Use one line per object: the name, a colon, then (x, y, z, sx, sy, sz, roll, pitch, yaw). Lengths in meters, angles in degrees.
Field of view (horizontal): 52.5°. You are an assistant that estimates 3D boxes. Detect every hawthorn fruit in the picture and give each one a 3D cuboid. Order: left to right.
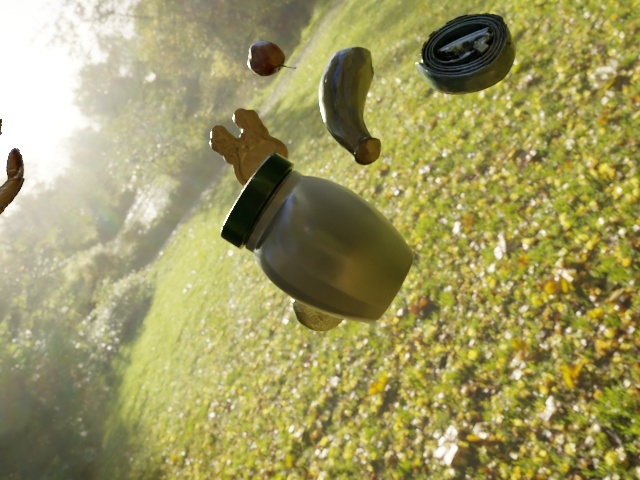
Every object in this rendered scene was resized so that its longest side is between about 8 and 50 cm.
hawthorn fruit: (-0.087, -0.324, 1.183, 0.067, 0.103, 0.067, -37, -33, -29)

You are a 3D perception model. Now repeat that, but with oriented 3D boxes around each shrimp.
shrimp: (-0.533, -0.109, 1.041, 0.133, 0.053, 0.236, -9, 52, 14)

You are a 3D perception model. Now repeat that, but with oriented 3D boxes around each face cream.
face cream: (0.000, 0.000, 1.319, 0.219, 0.357, 0.312, -56, 1, 31)

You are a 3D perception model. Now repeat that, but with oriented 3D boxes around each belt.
belt: (0.388, -0.495, 1.749, 0.267, 0.116, 0.206, -8, 62, 28)

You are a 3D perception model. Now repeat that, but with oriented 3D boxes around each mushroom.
mushroom: (0.056, -0.265, 1.285, 0.103, 0.118, 0.270, 61, -155, -63)

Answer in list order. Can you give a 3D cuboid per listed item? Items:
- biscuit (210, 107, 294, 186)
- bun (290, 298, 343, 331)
biscuit: (-0.151, -0.196, 1.520, 0.144, 0.236, 0.040, -40, -4, -11)
bun: (-0.002, 0.135, 1.613, 0.164, 0.188, 0.111, -38, 42, -5)
